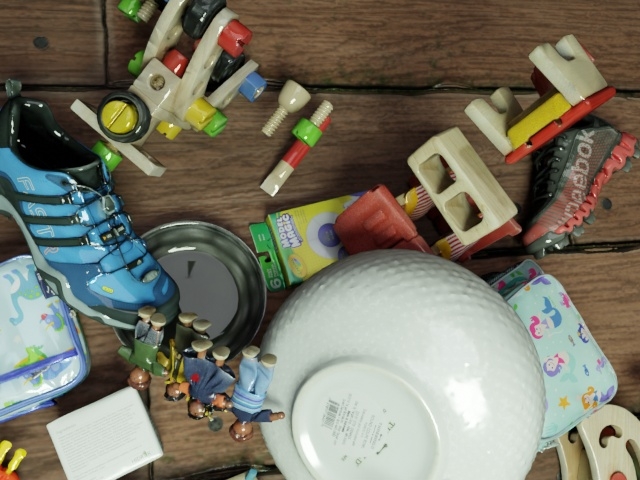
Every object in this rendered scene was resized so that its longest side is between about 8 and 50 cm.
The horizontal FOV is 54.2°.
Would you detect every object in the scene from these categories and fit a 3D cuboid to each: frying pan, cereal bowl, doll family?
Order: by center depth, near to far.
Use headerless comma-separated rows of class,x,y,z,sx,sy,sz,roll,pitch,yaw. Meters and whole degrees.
doll family,-0.129,0.149,0.676,0.193,0.076,0.111,25,109,26
cereal bowl,0.069,0.186,0.689,0.339,0.141,0.338,5,103,20
frying pan,-0.230,0.055,0.792,0.326,0.053,0.197,16,72,-7

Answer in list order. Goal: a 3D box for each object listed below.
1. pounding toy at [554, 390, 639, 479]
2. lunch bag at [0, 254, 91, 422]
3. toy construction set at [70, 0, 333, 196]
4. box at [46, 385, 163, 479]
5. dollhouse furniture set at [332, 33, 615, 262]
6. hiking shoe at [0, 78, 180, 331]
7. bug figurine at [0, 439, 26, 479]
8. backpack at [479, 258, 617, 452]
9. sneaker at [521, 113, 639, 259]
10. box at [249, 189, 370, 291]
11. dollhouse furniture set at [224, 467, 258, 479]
pounding toy,0.399,0.302,0.831,0.154,0.155,0.269,26,72,-11
lunch bag,-0.387,0.126,0.718,0.219,0.090,0.176,-18,84,-16
toy construction set,-0.159,-0.158,0.804,0.309,0.257,0.237,37,89,-24
box,-0.243,0.227,0.720,0.102,0.101,0.087,-22,82,-18
dollhouse furniture set,0.204,-0.069,0.736,0.201,0.374,0.152,-30,84,-40
hiking shoe,-0.268,-0.025,0.694,0.304,0.132,0.113,44,41,-2
bug figurine,-0.384,0.363,0.668,0.216,0.072,0.279,36,66,-10
backpack,0.229,0.169,0.814,0.254,0.191,0.225,-29,86,-14
sneaker,0.368,-0.094,0.951,0.135,0.097,0.276,42,69,-1
box,0.000,0.000,0.867,0.179,0.043,0.105,-16,80,-15
dollhouse furniture set,-0.084,0.423,0.730,0.286,0.198,0.303,-8,46,-44
